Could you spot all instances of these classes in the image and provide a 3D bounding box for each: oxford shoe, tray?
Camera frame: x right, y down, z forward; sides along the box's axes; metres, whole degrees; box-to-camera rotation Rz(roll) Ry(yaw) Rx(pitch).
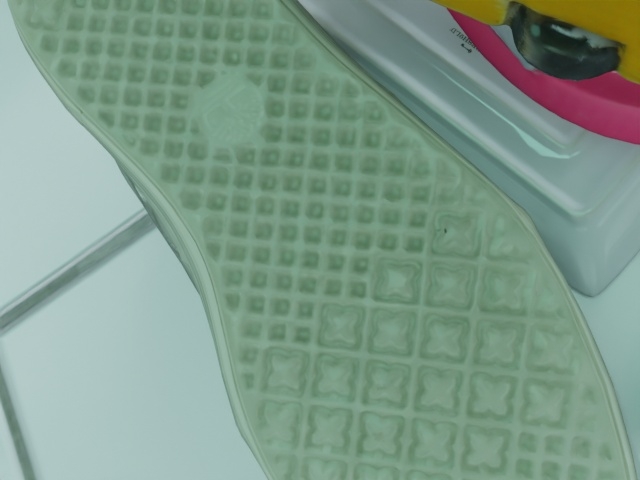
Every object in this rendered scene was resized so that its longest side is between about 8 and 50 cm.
[{"bbox_3d":[0.000,0.000,0.440,0.169,0.130,0.449,-37,78,2],"label":"oxford shoe"},{"bbox_3d":[0.089,-0.108,0.468,0.270,0.030,0.145,42,92,22],"label":"tray"}]

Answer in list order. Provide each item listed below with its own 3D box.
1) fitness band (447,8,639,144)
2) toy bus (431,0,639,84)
[{"bbox_3d":[0.156,-0.176,0.436,0.209,0.054,0.291,-23,65,-7],"label":"fitness band"},{"bbox_3d":[0.071,-0.170,0.345,0.333,0.108,0.130,28,66,16],"label":"toy bus"}]
